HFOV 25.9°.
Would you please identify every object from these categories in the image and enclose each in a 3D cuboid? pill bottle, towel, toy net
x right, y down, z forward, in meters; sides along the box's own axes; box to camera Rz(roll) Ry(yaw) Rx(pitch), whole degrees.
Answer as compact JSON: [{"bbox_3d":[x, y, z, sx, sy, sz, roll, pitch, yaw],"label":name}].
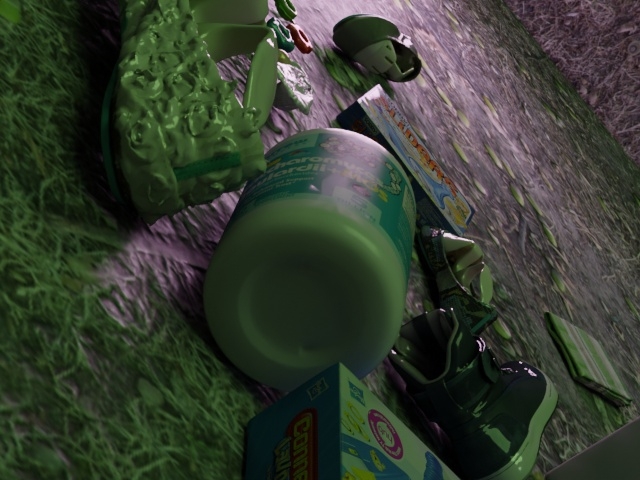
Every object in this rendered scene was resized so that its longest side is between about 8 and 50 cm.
[{"bbox_3d":[0.000,0.000,1.095,0.146,0.146,0.264,49,19,-13],"label":"pill bottle"},{"bbox_3d":[0.352,0.160,1.848,0.152,0.023,0.113,29,29,-47],"label":"towel"},{"bbox_3d":[-0.050,-0.200,1.486,0.122,0.045,0.232,36,27,-46],"label":"toy net"}]

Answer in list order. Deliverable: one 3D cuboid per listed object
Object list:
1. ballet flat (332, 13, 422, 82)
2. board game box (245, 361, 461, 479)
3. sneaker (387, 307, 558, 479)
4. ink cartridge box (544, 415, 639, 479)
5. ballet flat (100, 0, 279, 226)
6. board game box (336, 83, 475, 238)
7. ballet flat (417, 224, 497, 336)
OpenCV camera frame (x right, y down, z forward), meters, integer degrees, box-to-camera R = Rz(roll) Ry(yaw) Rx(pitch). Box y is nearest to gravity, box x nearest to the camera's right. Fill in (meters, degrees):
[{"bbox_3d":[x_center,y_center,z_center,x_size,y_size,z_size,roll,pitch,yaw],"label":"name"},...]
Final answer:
[{"bbox_3d":[0.084,-0.249,1.839,0.068,0.072,0.213,63,20,13],"label":"ballet flat"},{"bbox_3d":[0.078,0.278,0.888,0.308,0.086,0.302,45,20,-23],"label":"board game box"},{"bbox_3d":[0.145,0.123,1.314,0.163,0.086,0.226,54,20,-7],"label":"sneaker"},{"bbox_3d":[0.411,0.292,1.437,0.306,0.226,0.131,39,23,-38],"label":"ink cartridge box"},{"bbox_3d":[-0.100,-0.160,1.142,0.147,0.147,0.409,41,25,-33],"label":"ballet flat"},{"bbox_3d":[0.105,-0.089,1.662,0.201,0.035,0.136,52,19,-4],"label":"board game box"},{"bbox_3d":[0.155,0.037,1.523,0.070,0.070,0.188,40,23,-35],"label":"ballet flat"}]
